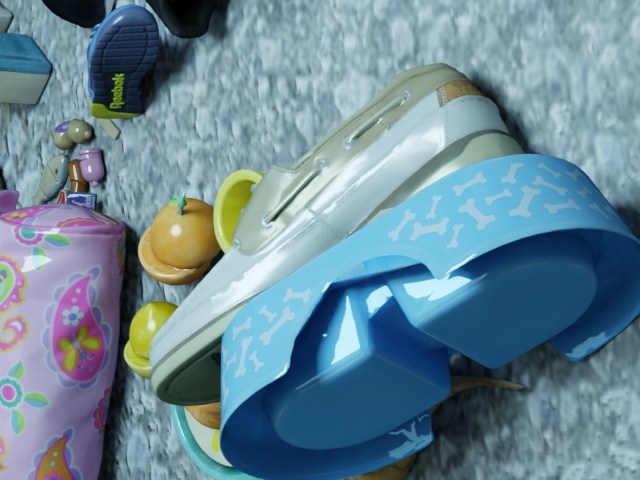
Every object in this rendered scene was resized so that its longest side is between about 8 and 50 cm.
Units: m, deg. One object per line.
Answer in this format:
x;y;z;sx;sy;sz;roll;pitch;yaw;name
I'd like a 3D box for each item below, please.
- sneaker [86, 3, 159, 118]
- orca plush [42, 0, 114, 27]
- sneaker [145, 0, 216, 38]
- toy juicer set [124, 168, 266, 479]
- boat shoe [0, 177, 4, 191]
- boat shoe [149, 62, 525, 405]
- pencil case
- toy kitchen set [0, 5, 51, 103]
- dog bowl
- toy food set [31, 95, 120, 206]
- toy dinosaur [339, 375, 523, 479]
-0.163;-0.153;1.353;0.144;0.053;0.059;121;147;-60;sneaker
-0.218;-0.325;1.395;0.151;0.102;0.287;25;108;43;orca plush
-0.044;-0.263;1.222;0.302;0.108;0.121;-44;61;46;sneaker
-0.089;0.115;1.279;0.209;0.089;0.329;-3;89;46;toy juicer set
-0.357;0.043;1.551;0.095;0.095;0.257;22;106;44;boat shoe
0.000;0.000;1.145;0.302;0.113;0.103;-35;59;14;boat shoe
-0.231;0.105;1.400;0.124;0.124;0.284;15;103;45;pencil case
-0.315;-0.249;1.483;0.207;0.122;0.166;50;124;33;toy kitchen set
0.062;0.049;1.050;0.297;0.166;0.074;-32;53;22;dog bowl
-0.216;-0.061;1.457;0.078;0.019;0.122;48;123;34;toy food set
0.047;0.135;1.175;0.112;0.064;0.211;35;116;7;toy dinosaur
